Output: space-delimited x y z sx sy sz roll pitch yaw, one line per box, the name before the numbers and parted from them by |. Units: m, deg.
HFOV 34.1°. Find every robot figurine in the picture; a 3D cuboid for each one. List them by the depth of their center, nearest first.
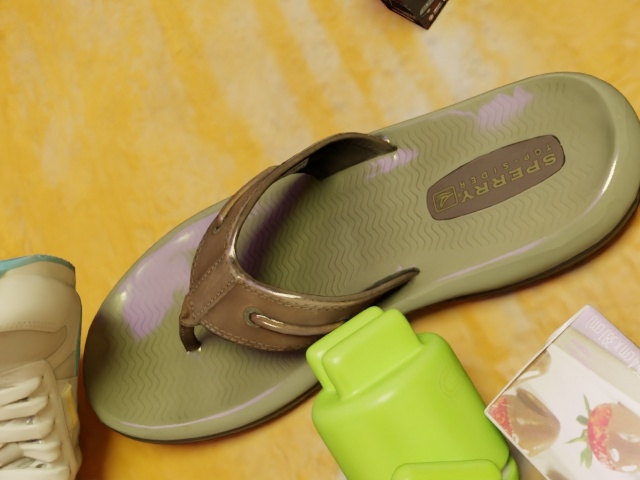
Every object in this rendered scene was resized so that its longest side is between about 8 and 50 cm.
robot figurine | 0.041 0.086 0.442 0.067 0.101 0.115 -33 98 -15

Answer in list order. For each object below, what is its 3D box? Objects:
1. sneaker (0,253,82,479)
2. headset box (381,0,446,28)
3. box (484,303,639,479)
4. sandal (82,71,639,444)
sneaker | -0.149 0.076 0.497 0.087 0.228 0.092 -12 69 -13
headset box | 0.044 -0.155 0.521 0.032 0.083 0.062 36 93 33
box | 0.191 0.153 0.356 0.063 0.067 0.324 -48 58 8
sandal | 0.001 -0.002 0.495 0.303 0.086 0.120 -29 63 19
